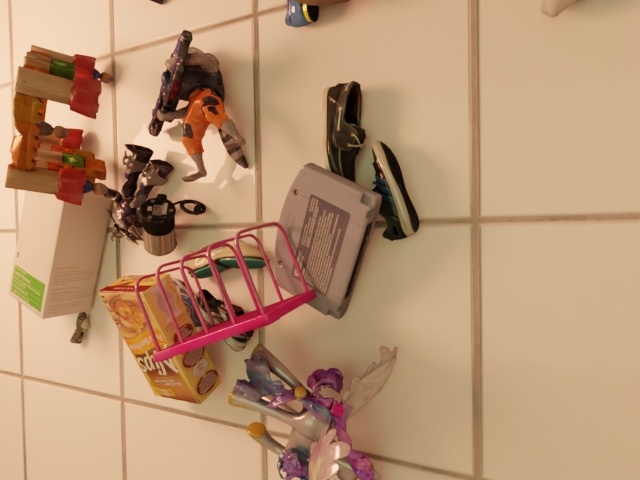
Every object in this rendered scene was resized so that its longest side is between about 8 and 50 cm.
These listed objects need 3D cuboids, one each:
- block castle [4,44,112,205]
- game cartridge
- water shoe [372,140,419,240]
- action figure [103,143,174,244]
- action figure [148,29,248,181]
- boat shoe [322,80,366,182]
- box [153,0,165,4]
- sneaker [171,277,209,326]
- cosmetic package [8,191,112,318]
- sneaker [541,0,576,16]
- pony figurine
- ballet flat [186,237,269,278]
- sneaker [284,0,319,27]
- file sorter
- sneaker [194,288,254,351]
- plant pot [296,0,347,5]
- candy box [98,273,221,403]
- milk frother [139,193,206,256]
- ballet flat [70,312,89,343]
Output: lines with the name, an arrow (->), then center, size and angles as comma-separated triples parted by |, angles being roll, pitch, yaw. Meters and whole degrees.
block castle -> -0.638, -0.298, 1.166 | 0.453, 0.212, 0.303 | 46, 122, 52
game cartridge -> 0.000, 0.000, 0.965 | 0.198, 0.062, 0.298 | 31, 123, 27
water shoe -> 0.127, -0.098, 0.924 | 0.080, 0.073, 0.203 | -23, 81, 29
action figure -> -0.513, -0.112, 1.246 | 0.185, 0.099, 0.285 | 38, 111, 16
action figure -> -0.301, -0.313, 1.126 | 0.341, 0.178, 0.331 | -31, 69, 53
boat shoe -> 0.053, -0.209, 0.952 | 0.079, 0.084, 0.233 | -3, 88, 32
box -> -0.578, -0.774, 1.087 | 0.293, 0.395, 0.212 | 30, 105, 23
sneaker -> -0.373, 0.156, 1.187 | 0.211, 0.081, 0.080 | 24, 103, 24
cosmetic package -> -0.756, 0.014, 1.343 | 0.196, 0.155, 0.366 | 20, 102, 28
sneaker -> 0.467, -0.439, 0.729 | 0.232, 0.090, 0.115 | -42, 77, 23
pony figurine -> -0.008, 0.365, 0.929 | 0.363, 0.303, 0.351 | 26, 135, 21
ballet flat -> -0.228, 0.034, 1.115 | 0.248, 0.086, 0.086 | -11, 86, 28
sneaker -> -0.047, -0.573, 1.001 | 0.082, 0.069, 0.210 | 5, 94, 31
file sorter -> -0.201, 0.099, 0.951 | 0.290, 0.202, 0.183 | -22, 88, 25
sneaker -> -0.226, 0.178, 1.127 | 0.178, 0.072, 0.077 | 44, 105, 7
plant pot -> -0.004, -0.643, 0.808 | 0.322, 0.280, 0.324 | -1, 84, 10
candy box -> -0.384, 0.237, 1.117 | 0.182, 0.087, 0.317 | -5, 114, 35
milk frother -> -0.374, -0.041, 1.180 | 0.143, 0.129, 0.135 | 17, 139, -2
ballet flat -> -0.725, 0.266, 1.405 | 0.041, 0.041, 0.115 | 31, 106, 23
